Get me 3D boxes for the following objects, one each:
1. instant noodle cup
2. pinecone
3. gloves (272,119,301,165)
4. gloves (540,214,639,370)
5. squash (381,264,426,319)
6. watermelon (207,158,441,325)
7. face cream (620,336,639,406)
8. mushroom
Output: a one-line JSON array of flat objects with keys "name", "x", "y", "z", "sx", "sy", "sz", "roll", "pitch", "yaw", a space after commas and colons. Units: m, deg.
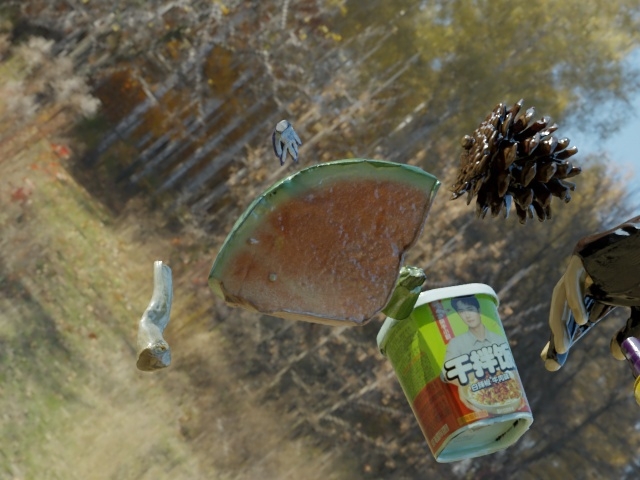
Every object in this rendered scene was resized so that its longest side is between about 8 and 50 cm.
[{"name": "instant noodle cup", "x": 0.300, "y": 0.294, "z": 2.005, "sx": 0.294, "sy": 0.294, "sz": 0.307, "roll": 58, "pitch": 10, "yaw": -58}, {"name": "pinecone", "x": 0.304, "y": -0.111, "z": 1.445, "sx": 0.207, "sy": 0.208, "sz": 0.208, "roll": 50, "pitch": -5, "yaw": 6}, {"name": "gloves", "x": -0.064, "y": -0.177, "z": 1.714, "sx": 0.026, "sy": 0.064, "sz": 0.086, "roll": 22, "pitch": -27, "yaw": 35}, {"name": "gloves", "x": 0.458, "y": 0.095, "z": 1.464, "sx": 0.197, "sy": 0.301, "sz": 0.152, "roll": 36, "pitch": 17, "yaw": -13}, {"name": "squash", "x": 0.174, "y": 0.085, "z": 1.880, "sx": 0.105, "sy": 0.105, "sz": 0.132, "roll": 49, "pitch": -45, "yaw": 12}, {"name": "watermelon", "x": -0.032, "y": -0.010, "z": 1.398, "sx": 0.222, "sy": 0.292, "sz": 0.319, "roll": 19, "pitch": -1, "yaw": -35}, {"name": "face cream", "x": 0.455, "y": 0.215, "z": 1.172, "sx": 0.078, "sy": 0.078, "sz": 0.273, "roll": 53, "pitch": 9, "yaw": -31}, {"name": "mushroom", "x": -0.261, "y": 0.117, "z": 1.496, "sx": 0.059, "sy": 0.055, "sz": 0.202, "roll": 92, "pitch": 0, "yaw": -53}]
